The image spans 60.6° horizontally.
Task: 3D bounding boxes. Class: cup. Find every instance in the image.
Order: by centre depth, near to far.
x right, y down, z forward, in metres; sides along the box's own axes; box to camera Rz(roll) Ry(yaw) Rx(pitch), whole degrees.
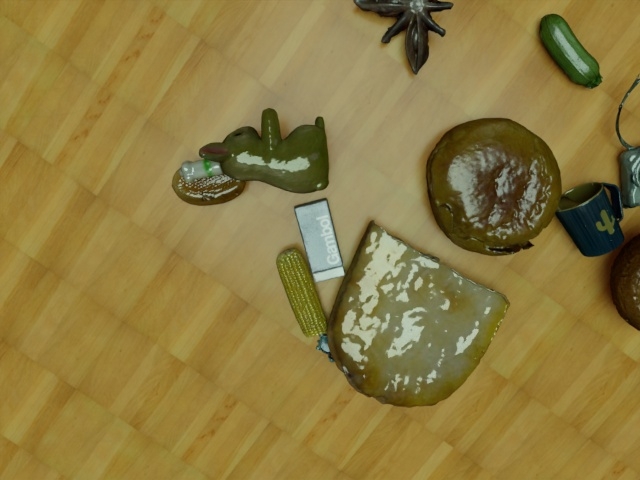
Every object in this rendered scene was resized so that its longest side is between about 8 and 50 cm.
[{"bbox_3d":[0.701,-0.061,1.395,0.177,0.131,0.155,-34,102,-10],"label":"cup"}]

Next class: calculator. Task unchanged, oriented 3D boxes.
[{"bbox_3d":[0.058,0.297,1.512,0.141,0.019,0.094,16,98,0],"label":"calculator"}]

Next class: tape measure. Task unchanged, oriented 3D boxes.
[{"bbox_3d":[0.820,-0.251,1.371,0.164,0.084,0.329,-8,102,1],"label":"tape measure"}]

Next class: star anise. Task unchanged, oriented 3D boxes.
[{"bbox_3d":[0.213,-0.568,1.335,0.257,0.110,0.198,46,113,2],"label":"star anise"}]

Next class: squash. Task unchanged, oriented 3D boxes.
[{"bbox_3d":[0.616,-0.465,1.354,0.219,0.068,0.077,47,65,-6],"label":"squash"}]

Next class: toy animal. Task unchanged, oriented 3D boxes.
[{"bbox_3d":[-0.153,-0.216,1.327,0.363,0.181,0.180,9,68,-6],"label":"toy animal"}]

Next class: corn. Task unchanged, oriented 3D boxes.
[{"bbox_3d":[-0.050,0.141,1.459,0.081,0.081,0.248,-19,98,4],"label":"corn"}]

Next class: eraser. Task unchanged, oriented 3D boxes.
[{"bbox_3d":[0.000,0.000,1.453,0.092,0.046,0.212,-15,98,3],"label":"eraser"}]

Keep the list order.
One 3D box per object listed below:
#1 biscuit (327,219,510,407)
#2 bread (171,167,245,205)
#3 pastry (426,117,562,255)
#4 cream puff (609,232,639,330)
[{"bbox_3d":[0.240,0.227,1.453,0.430,0.104,0.445,22,96,-5],"label":"biscuit"},{"bbox_3d":[-0.289,-0.146,1.424,0.190,0.077,0.114,-1,80,-5],"label":"bread"},{"bbox_3d":[0.426,-0.135,1.365,0.357,0.164,0.355,0,97,3],"label":"pastry"},{"bbox_3d":[0.872,0.096,1.368,0.303,0.212,0.302,2,107,8],"label":"cream puff"}]
